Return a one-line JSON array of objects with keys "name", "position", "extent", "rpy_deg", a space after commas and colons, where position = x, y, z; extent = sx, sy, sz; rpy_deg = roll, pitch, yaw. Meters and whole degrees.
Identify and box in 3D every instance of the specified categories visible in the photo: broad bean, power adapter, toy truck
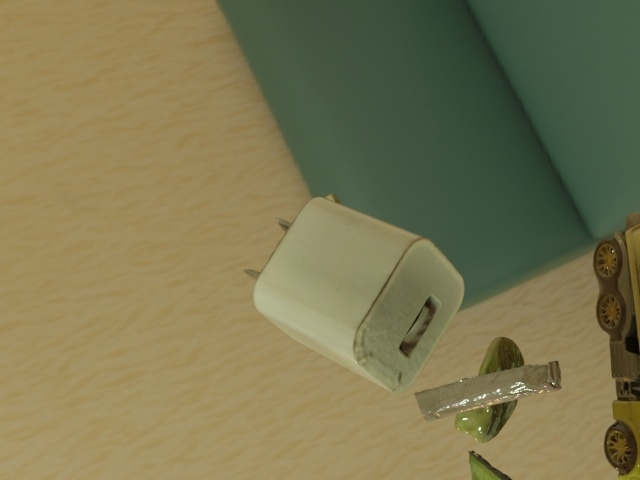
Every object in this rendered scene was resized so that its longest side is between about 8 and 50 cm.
[{"name": "broad bean", "position": [0.334, 0.288, 1.856], "extent": [0.072, 0.153, 0.207], "rpy_deg": [30, 103, 36]}, {"name": "power adapter", "position": [0.011, 0.038, 0.921], "extent": [0.204, 0.130, 0.125], "rpy_deg": [25, 168, 41]}, {"name": "toy truck", "position": [0.523, 0.154, 1.371], "extent": [0.254, 0.180, 0.405], "rpy_deg": [159, 110, -70]}]

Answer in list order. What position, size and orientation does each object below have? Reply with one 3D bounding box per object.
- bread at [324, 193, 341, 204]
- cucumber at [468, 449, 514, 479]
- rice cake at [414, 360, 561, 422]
[{"name": "bread", "position": [0.000, 0.000, 1.148], "extent": [0.043, 0.062, 0.109], "rpy_deg": [-112, 11, -50]}, {"name": "cucumber", "position": [0.233, 0.309, 1.031], "extent": [0.220, 0.046, 0.071], "rpy_deg": [32, 109, 51]}, {"name": "rice cake", "position": [0.265, 0.244, 1.555], "extent": [0.269, 0.049, 0.055], "rpy_deg": [-22, 56, 32]}]
